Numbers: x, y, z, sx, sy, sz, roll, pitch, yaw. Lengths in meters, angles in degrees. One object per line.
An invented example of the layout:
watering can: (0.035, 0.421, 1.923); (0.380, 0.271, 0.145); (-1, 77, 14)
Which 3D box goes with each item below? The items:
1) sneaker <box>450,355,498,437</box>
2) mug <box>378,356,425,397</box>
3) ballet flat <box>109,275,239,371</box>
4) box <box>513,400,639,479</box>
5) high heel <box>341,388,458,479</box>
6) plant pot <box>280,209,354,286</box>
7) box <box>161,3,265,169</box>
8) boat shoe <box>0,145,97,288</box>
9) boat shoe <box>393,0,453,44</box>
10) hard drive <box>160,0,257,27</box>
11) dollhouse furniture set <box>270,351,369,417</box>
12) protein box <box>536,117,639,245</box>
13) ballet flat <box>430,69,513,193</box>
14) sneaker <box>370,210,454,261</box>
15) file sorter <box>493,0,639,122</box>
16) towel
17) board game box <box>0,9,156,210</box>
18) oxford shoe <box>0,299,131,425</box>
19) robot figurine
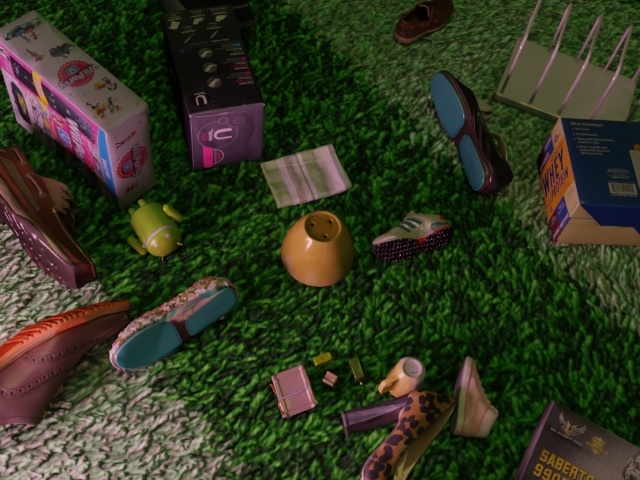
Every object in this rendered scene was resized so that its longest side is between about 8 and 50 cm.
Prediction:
sneaker: (0.256, 0.259, 1.274); (0.070, 0.051, 0.134); (13, 61, 0)
mug: (0.140, 0.226, 1.271); (0.062, 0.064, 0.078); (31, 60, 12)
ballet flat: (-0.245, 0.133, 1.286); (0.241, 0.091, 0.077); (-28, 35, -26)
box: (0.426, 0.387, 1.210); (0.231, 0.056, 0.183); (29, 60, 11)
high heel: (0.149, 0.346, 1.173); (0.186, 0.093, 0.261); (-13, 52, -4)
plant pot: (0.000, 0.000, 1.377); (0.134, 0.095, 0.134); (3, 57, -5)
box: (-0.208, -0.296, 1.495); (0.143, 0.165, 0.270); (-12, 59, -13)
boat shoe: (-0.484, -0.058, 1.344); (0.120, 0.122, 0.324); (-37, 70, -28)
boat shoe: (0.237, -0.501, 1.739); (0.178, 0.060, 0.064); (-37, 69, -25)
hard drive: (-0.246, -0.515, 1.652); (0.172, 0.054, 0.254); (-14, 42, -16)
dollhouse furniture set: (0.000, 0.233, 1.275); (0.152, 0.058, 0.076); (-22, 69, 3)
protein box: (0.544, -0.111, 1.487); (0.200, 0.136, 0.201); (2, 58, -5)
ballet flat: (0.307, -0.218, 1.560); (0.096, 0.095, 0.280); (-9, 69, -23)
sneaker: (0.160, -0.014, 1.437); (0.161, 0.057, 0.075); (-14, 44, -14)
file sorter: (0.539, -0.366, 1.626); (0.278, 0.173, 0.193); (22, 58, 8)
towel: (-0.028, -0.126, 1.495); (0.152, 0.023, 0.113); (-16, 61, -16)
board game box: (-0.434, -0.228, 1.393); (0.303, 0.224, 0.097); (38, 60, 17)
oxford shoe: (-0.442, 0.206, 1.205); (0.364, 0.130, 0.133); (-29, 98, -30)
robot figurine: (-0.289, -0.020, 1.372); (0.101, 0.067, 0.115); (-40, 68, 3)
